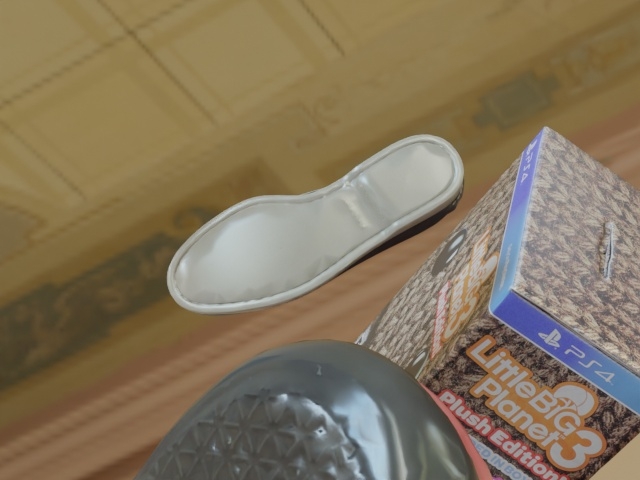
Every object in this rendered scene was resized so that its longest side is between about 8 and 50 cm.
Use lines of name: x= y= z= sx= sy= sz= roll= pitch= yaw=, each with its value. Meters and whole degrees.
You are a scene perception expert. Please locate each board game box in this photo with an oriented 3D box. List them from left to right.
board game box: x=0.130 y=0.101 z=1.230 sx=0.141 sy=0.232 sz=0.291 roll=34 pitch=-57 yaw=-8

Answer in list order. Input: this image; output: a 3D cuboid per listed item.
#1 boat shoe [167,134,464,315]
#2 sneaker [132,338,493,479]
boat shoe: x=0.000 y=0.000 z=1.052 sx=0.206 sy=0.075 sz=0.065 roll=-26 pitch=-19 yaw=-5
sneaker: x=0.026 y=0.161 z=0.390 sx=0.136 sy=0.116 sz=0.313 roll=-23 pitch=-66 yaw=-45
